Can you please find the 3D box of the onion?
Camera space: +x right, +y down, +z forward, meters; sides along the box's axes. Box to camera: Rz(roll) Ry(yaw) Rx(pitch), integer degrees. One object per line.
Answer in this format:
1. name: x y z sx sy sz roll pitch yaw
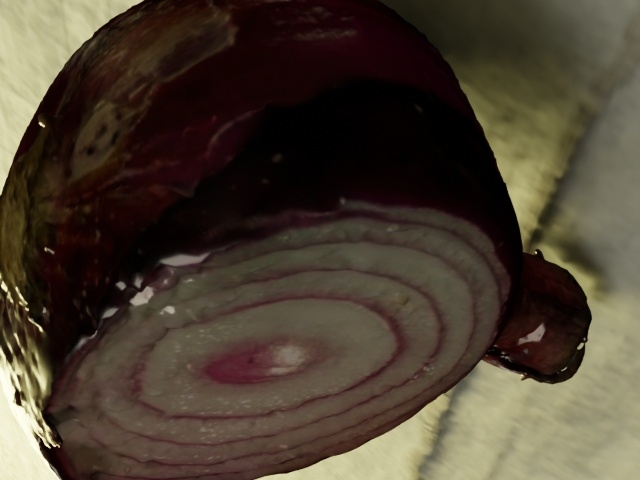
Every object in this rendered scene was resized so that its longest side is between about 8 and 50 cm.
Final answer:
1. onion: 0.000 0.000 0.534 0.195 0.218 0.140 -60 39 37
